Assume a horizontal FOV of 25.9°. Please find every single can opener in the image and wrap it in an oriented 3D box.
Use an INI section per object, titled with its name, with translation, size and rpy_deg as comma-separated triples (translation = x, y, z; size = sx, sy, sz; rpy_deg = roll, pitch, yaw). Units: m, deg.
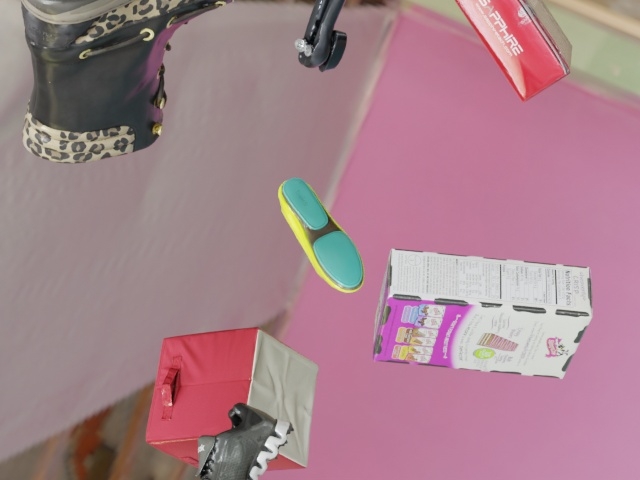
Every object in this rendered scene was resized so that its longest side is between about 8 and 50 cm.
[can opener]
translation = 0.009, -0.343, 2.124
size = 0.073, 0.059, 0.186
rpy_deg = -18, -45, -41

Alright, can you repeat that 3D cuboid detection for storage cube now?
[storage cube]
translation = -0.139, 0.263, 2.247
size = 0.215, 0.193, 0.184
rpy_deg = 38, -129, -48

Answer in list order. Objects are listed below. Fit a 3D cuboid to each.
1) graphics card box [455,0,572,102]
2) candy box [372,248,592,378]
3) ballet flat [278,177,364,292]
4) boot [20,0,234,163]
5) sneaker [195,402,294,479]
[graphics card box]
translation = 0.298, -0.356, 2.180
size = 0.094, 0.233, 0.371
rpy_deg = -33, 6, 17
[candy box]
translation = 0.185, 0.087, 1.623
size = 0.159, 0.233, 0.071
rpy_deg = 99, 177, -57
[ballet flat]
translation = 0.000, 0.000, 2.276
size = 0.077, 0.231, 0.077
rpy_deg = -23, -23, -23
[boot]
translation = -0.192, -0.252, 1.642
size = 0.377, 0.138, 0.284
rpy_deg = -28, -27, -33
[sneaker]
translation = -0.133, 0.315, 1.864
size = 0.234, 0.106, 0.078
rpy_deg = -58, 8, -31
